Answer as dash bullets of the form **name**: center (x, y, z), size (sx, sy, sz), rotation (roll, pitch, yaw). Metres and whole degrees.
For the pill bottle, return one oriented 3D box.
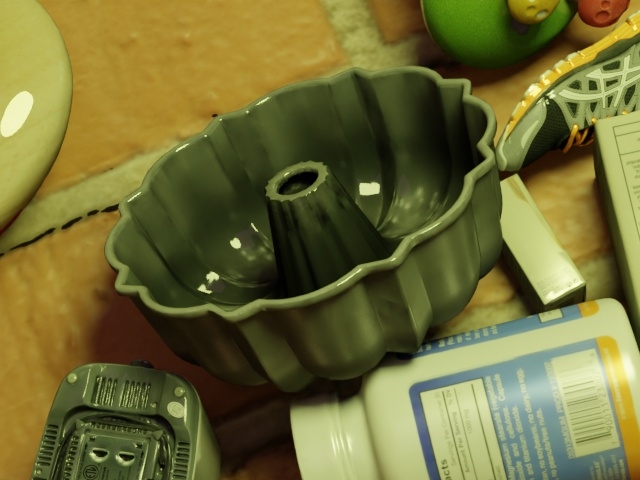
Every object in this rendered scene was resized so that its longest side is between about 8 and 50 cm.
- **pill bottle**: center (0.120, 0.148, 1.357), size (0.272, 0.152, 0.152), rotation (-14, 68, 5)

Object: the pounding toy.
- **pounding toy**: center (0.181, -0.236, 1.433), size (0.183, 0.236, 0.110), rotation (-36, 43, -20)

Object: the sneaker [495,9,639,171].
- **sneaker**: center (0.236, -0.118, 1.464), size (0.215, 0.084, 0.083), rotation (-36, 78, -17)

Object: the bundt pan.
- **bundt pan**: center (0.000, 0.000, 1.391), size (0.331, 0.124, 0.331), rotation (-16, 32, 10)

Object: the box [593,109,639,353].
- **box**: center (0.318, 0.050, 1.375), size (0.148, 0.121, 0.311), rotation (-10, 69, 5)

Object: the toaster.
- **toaster**: center (-0.154, 0.216, 1.380), size (0.129, 0.146, 0.227), rotation (5, 70, 12)

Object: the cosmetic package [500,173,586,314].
- **cosmetic package**: center (0.177, 0.008, 1.449), size (0.041, 0.060, 0.115), rotation (-28, 69, -3)

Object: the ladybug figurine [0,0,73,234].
- **ladybug figurine**: center (-0.419, -0.064, 1.520), size (0.449, 0.162, 0.305), rotation (-24, 68, -1)
